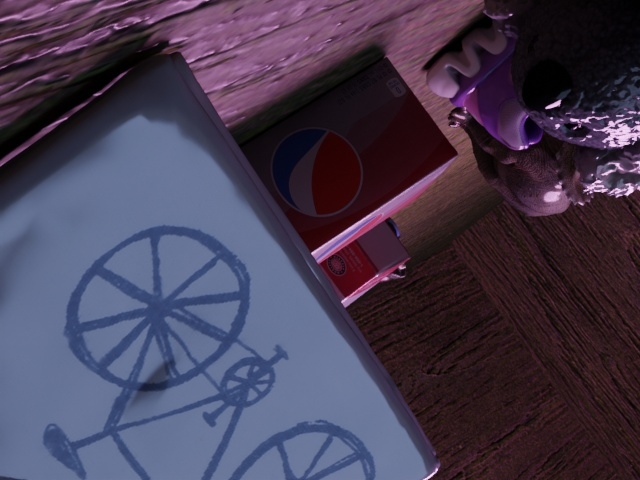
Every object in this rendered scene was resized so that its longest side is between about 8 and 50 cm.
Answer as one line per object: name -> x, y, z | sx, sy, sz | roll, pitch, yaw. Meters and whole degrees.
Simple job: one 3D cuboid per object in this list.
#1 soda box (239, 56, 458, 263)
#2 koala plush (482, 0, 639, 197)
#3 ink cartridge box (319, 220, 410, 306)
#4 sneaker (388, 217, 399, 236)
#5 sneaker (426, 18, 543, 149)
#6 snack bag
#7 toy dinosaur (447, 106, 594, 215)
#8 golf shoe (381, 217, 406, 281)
soda box -> -0.043, -0.009, 0.890 | 0.263, 0.083, 0.092 | -34, 175, -20
koala plush -> 0.188, -0.118, 0.785 | 0.203, 0.196, 0.221 | -32, 176, -30
ink cartridge box -> -0.026, 0.015, 1.049 | 0.150, 0.109, 0.063 | -39, 175, 31
sneaker -> -0.006, 0.044, 1.563 | 0.232, 0.081, 0.090 | -34, -178, -6
sneaker -> 0.192, -0.151, 1.006 | 0.236, 0.104, 0.095 | -40, 172, 31
snack bag -> -0.134, 0.116, 0.666 | 0.342, 0.037, 0.323 | -36, 131, -2
toy dinosaur -> 0.211, -0.081, 1.417 | 0.121, 0.160, 0.313 | -33, 173, -18
golf shoe -> 0.000, 0.000, 1.270 | 0.120, 0.105, 0.273 | -21, 173, 17
